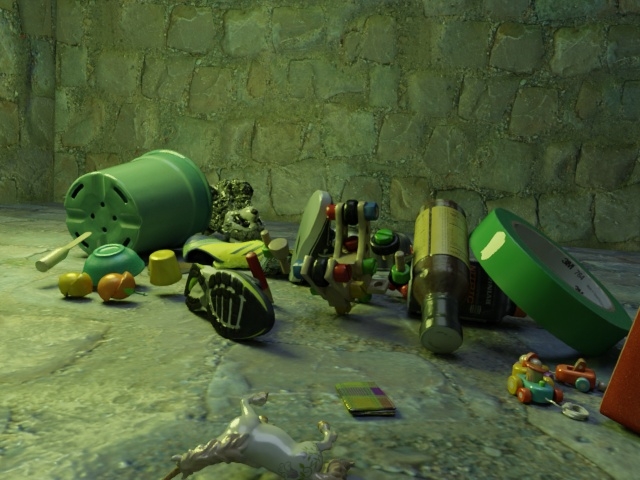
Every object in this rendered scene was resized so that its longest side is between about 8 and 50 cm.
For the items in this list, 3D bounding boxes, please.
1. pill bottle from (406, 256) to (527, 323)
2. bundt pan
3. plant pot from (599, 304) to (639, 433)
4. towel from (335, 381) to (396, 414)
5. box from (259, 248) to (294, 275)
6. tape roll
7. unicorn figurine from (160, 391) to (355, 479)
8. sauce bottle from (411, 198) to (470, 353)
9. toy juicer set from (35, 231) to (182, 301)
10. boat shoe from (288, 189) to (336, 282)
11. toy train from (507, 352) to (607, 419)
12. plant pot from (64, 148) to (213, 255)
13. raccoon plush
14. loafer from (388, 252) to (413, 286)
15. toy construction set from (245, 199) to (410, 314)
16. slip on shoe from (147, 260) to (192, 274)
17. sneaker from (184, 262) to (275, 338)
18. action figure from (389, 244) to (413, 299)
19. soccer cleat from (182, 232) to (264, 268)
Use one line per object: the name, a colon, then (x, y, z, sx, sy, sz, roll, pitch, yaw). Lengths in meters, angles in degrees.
pill bottle: (0.314, 0.106, 1.057, 0.246, 0.130, 0.130, 6, 7, 13)
bundt pan: (0.173, 0.019, 1.744, 0.331, 0.124, 0.331, 5, 6, 0)
plant pot: (0.531, 0.133, 0.538, 0.267, 0.267, 0.236, 1, 20, -29)
towel: (0.054, 0.197, 0.618, 0.060, 0.009, 0.083, 2, 6, -12)
box: (-0.103, 0.060, 1.368, 0.137, 0.027, 0.094, 0, -36, -33)
tape roll: (0.432, 0.069, 0.941, 0.321, 0.077, 0.321, 30, 27, -17)
unicorn figurine: (-0.052, 0.184, 0.441, 0.162, 0.060, 0.111, 6, 6, 11)
sauce bottle: (0.226, 0.057, 0.935, 0.111, 0.111, 0.344, 6, 41, 11)
toy juicer set: (-0.484, 0.073, 1.077, 0.329, 0.089, 0.209, 12, 27, 28)
boat shoe: (0.000, 0.003, 1.230, 0.105, 0.306, 0.113, 8, 41, -12)
toy train: (0.334, 0.192, 0.698, 0.125, 0.046, 0.166, 8, 7, 31)
plant pot: (-0.560, -0.099, 1.517, 0.341, 0.341, 0.334, 6, 15, 14)
raccoon plush: (-0.343, -0.037, 1.959, 0.216, 0.299, 0.446, -14, -19, -23)
loafer: (0.232, 0.045, 1.162, 0.170, 0.062, 0.061, -28, 29, 25)
toy construction set: (0.021, 0.079, 1.060, 0.309, 0.237, 0.257, -12, 37, 3)
slip on shoe: (-0.395, 0.065, 1.306, 0.051, 0.041, 0.135, 10, 8, 39)
sneaker: (-0.150, 0.101, 0.912, 0.121, 0.111, 0.300, 5, 7, -33)
action figure: (0.304, 0.089, 1.205, 0.280, 0.139, 0.091, 3, 5, 12)
soccer cleat: (-0.256, 0.052, 1.438, 0.289, 0.093, 0.121, 9, 37, -2)
